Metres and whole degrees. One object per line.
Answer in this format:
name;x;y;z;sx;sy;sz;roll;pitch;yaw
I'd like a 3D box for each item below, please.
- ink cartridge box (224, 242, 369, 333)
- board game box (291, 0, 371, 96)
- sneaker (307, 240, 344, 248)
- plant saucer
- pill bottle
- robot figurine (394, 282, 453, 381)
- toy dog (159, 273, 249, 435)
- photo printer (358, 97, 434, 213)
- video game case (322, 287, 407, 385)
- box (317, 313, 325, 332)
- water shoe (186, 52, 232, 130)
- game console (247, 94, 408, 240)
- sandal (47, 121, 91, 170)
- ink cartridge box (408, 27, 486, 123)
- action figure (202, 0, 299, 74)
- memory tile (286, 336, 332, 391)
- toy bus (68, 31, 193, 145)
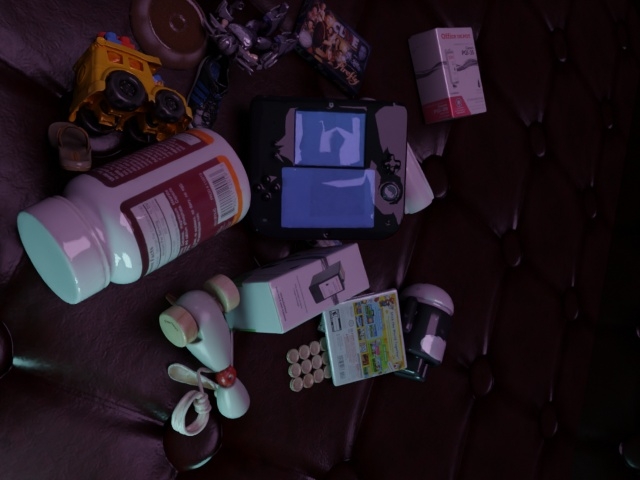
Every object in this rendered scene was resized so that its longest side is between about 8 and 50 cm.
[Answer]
ink cartridge box;-0.061;0.108;1.429;0.289;0.211;0.121;-22;100;-42
board game box;0.030;-0.534;1.672;0.243;0.042;0.165;31;67;-36
sneaker;0.000;0.000;1.578;0.086;0.085;0.237;-41;111;-29
plant saucer;-0.325;-0.482;1.355;0.199;0.036;0.198;3;85;-41
pill bottle;-0.348;-0.054;1.175;0.392;0.224;0.224;-33;109;-38
robot figurine;0.280;0.258;1.751;0.174;0.209;0.278;22;70;-8
toy dog;-0.259;0.228;1.313;0.220;0.161;0.333;-9;107;-45
photo printer;0.178;-0.244;1.654;0.107;0.256;0.307;-30;111;3
video game case;0.117;0.255;1.607;0.207;0.026;0.226;-12;102;-12
box;0.059;0.221;1.647;0.137;0.027;0.093;32;67;-35
water shoe;-0.253;-0.333;1.377;0.073;0.080;0.203;15;76;-40
game console;0.019;-0.171;1.471;0.387;0.060;0.341;1;100;-10
sandal;-0.461;-0.184;1.125;0.072;0.180;0.049;-4;124;-28
ink cartridge box;0.411;-0.533;1.961;0.207;0.117;0.282;-19;99;-41
action figure;-0.158;-0.484;1.428;0.185;0.099;0.285;56;36;-5
memory tile;-0.025;0.320;1.575;0.148;0.012;0.113;-12;95;-42
toy bus;-0.385;-0.320;1.233;0.220;0.149;0.211;10;64;-43
